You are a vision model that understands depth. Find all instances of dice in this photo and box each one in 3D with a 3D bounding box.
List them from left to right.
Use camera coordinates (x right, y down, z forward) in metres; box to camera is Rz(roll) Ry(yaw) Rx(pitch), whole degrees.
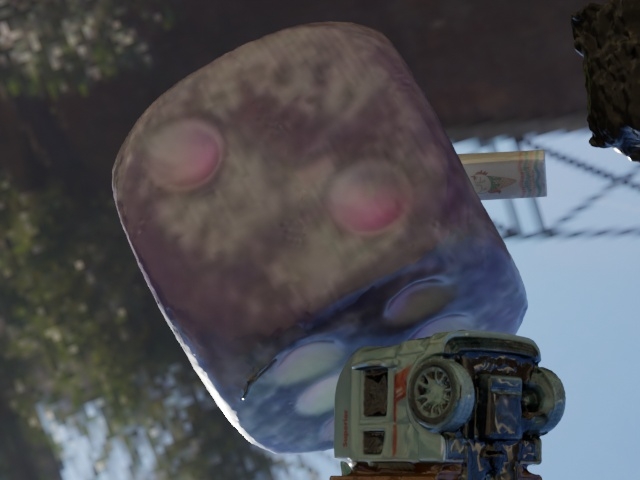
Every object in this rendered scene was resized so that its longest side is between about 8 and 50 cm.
[{"bbox_3d":[0.000,0.000,1.614,0.270,0.271,0.270,-29,151,3],"label":"dice"}]

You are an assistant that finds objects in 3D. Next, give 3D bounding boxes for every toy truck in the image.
[{"bbox_3d":[0.085,0.223,1.454,0.162,0.305,0.136,-5,171,44],"label":"toy truck"}]

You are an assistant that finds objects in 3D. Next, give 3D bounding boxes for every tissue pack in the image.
[{"bbox_3d":[0.197,-0.071,2.120,0.108,0.056,0.023,-4,-145,9],"label":"tissue pack"}]

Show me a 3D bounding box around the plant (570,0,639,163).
[{"bbox_3d":[0.272,-0.165,1.494,0.142,0.203,0.131,15,171,-27],"label":"plant"}]
